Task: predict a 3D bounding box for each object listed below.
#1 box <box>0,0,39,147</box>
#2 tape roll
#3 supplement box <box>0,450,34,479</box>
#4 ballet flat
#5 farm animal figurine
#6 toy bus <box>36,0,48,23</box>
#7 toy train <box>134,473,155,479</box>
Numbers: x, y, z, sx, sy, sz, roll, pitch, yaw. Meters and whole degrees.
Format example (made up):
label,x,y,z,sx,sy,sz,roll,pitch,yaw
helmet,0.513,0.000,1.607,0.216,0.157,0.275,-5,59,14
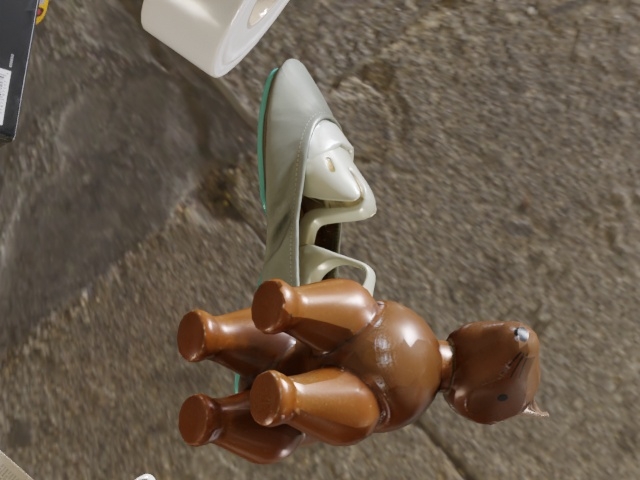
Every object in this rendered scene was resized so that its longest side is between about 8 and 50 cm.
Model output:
label,x,y,z,sx,sy,sz,roll,pitch,yaw
box,-0.310,-0.196,1.113,0.103,0.184,0.261,14,72,-28
tape roll,-0.075,-0.321,1.458,0.100,0.286,0.286,36,93,1
supplement box,-0.208,0.136,0.745,0.098,0.036,0.062,43,65,-4
ballet flat,0.000,0.000,0.733,0.068,0.072,0.213,-2,72,24
farm animal figurine,0.040,0.191,0.472,0.172,0.330,0.327,12,130,-38
toy bus,-0.392,-0.307,1.428,0.108,0.333,0.130,2,99,-57
toy train,-0.194,0.317,1.354,0.125,0.046,0.166,-30,116,-29
